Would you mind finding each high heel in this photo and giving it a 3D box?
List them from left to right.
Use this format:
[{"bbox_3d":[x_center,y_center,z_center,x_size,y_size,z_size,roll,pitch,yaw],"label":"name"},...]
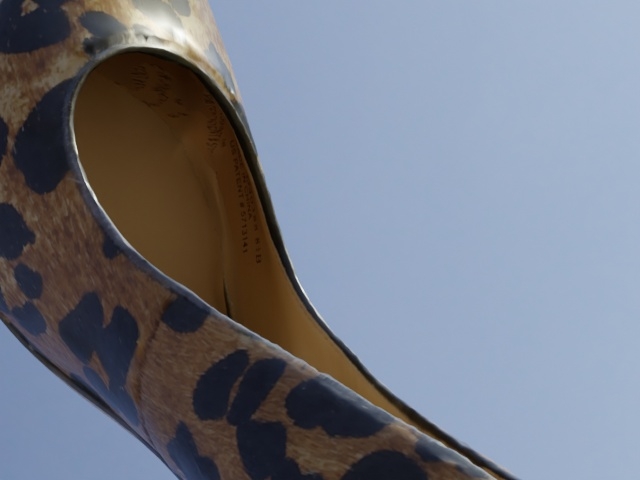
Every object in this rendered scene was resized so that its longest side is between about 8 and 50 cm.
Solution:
[{"bbox_3d":[0.000,0.000,0.416,0.093,0.186,0.261,14,-115,-44],"label":"high heel"}]
